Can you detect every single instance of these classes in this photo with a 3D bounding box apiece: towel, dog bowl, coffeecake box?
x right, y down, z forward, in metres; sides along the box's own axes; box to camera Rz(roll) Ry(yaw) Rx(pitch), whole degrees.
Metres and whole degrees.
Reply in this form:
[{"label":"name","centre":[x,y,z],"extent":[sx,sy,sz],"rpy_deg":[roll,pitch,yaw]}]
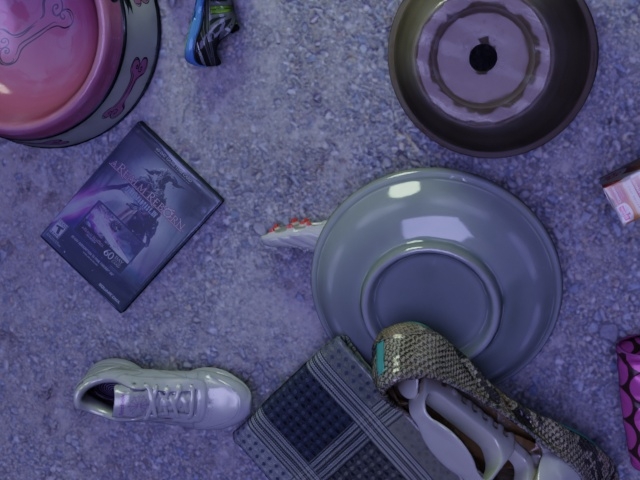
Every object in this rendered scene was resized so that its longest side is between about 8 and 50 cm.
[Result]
[{"label":"towel","centre":[0.049,0.353,1.824],"extent":[0.324,0.056,0.312],"rpy_deg":[48,120,8]},{"label":"dog bowl","centre":[-0.475,-0.345,1.806],"extent":[0.408,0.150,0.407],"rpy_deg":[2,101,11]},{"label":"coffeecake box","centre":[0.515,-0.100,1.655],"extent":[0.186,0.142,0.068],"rpy_deg":[-28,93,14]}]

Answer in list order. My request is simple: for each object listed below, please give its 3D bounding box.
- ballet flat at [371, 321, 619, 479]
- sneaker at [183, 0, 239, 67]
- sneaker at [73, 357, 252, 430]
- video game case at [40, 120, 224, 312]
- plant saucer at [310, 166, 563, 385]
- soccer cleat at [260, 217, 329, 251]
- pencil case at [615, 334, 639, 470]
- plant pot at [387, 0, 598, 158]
[{"label":"ballet flat","centre":[0.261,0.312,1.685],"extent":[0.483,0.182,0.164],"rpy_deg":[37,123,-17]},{"label":"sneaker","centre":[-0.163,-0.369,1.791],"extent":[0.078,0.067,0.188],"rpy_deg":[15,102,-13]},{"label":"sneaker","centre":[-0.269,0.276,1.876],"extent":[0.305,0.152,0.114],"rpy_deg":[4,99,9]},{"label":"video game case","centre":[-0.322,-0.038,1.896],"extent":[0.196,0.026,0.274],"rpy_deg":[44,106,1]},{"label":"plant saucer","centre":[0.174,0.088,1.739],"extent":[0.401,0.100,0.400],"rpy_deg":[4,114,9]},{"label":"soccer cleat","centre":[0.000,0.000,1.818],"extent":[0.196,0.068,0.076],"rpy_deg":[-8,101,10]},{"label":"pencil case","centre":[0.524,0.254,1.746],"extent":[0.098,0.095,0.209],"rpy_deg":[-2,104,47]},{"label":"plant pot","centre":[0.243,-0.264,1.611],"extent":[0.323,0.280,0.323],"rpy_deg":[2,102,11]}]
